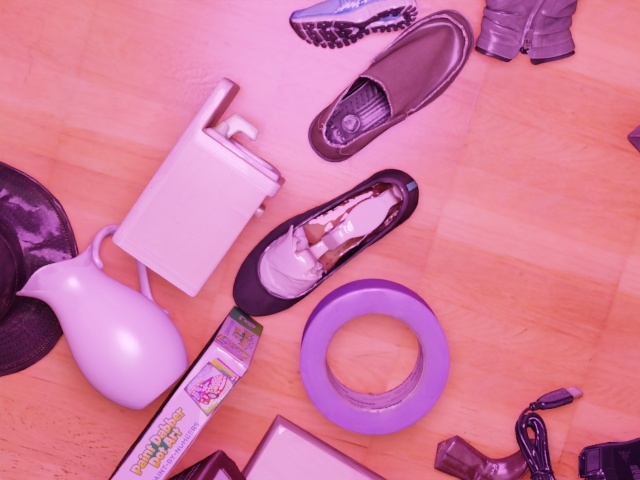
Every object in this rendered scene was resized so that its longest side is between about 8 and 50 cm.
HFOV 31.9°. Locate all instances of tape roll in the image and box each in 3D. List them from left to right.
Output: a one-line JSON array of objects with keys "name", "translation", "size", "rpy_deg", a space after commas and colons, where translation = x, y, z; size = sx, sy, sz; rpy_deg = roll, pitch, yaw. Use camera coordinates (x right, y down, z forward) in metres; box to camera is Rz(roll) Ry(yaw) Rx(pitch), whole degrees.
[{"name": "tape roll", "translation": [0.068, 0.147, 1.433], "size": [0.188, 0.080, 0.189], "rpy_deg": [0, 97, -1]}]

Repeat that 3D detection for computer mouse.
[{"name": "computer mouse", "translation": [0.374, 0.274, 1.457], "size": [0.262, 0.060, 0.184], "rpy_deg": [-12, 68, -16]}]

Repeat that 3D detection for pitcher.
[{"name": "pitcher", "translation": [-0.246, 0.091, 1.392], "size": [0.207, 0.125, 0.178], "rpy_deg": [50, 51, -3]}]

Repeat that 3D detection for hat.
[{"name": "hat", "translation": [-0.473, 0.038, 1.393], "size": [0.331, 0.134, 0.331], "rpy_deg": [0, 96, 0]}]

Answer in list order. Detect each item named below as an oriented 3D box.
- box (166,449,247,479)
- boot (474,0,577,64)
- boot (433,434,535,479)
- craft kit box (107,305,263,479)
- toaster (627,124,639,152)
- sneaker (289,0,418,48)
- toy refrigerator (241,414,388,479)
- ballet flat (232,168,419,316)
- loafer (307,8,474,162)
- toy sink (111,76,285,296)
[{"name": "box", "translation": [-0.254, 0.430, 1.366], "size": [0.381, 0.191, 0.143], "rpy_deg": [-31, 98, 20]}, {"name": "boot", "translation": [0.309, -0.306, 1.387], "size": [0.246, 0.083, 0.161], "rpy_deg": [-6, 113, -6]}, {"name": "boot", "translation": [0.216, 0.280, 1.474], "size": [0.114, 0.037, 0.106], "rpy_deg": [32, 94, 1]}, {"name": "craft kit box", "translation": [-0.167, 0.209, 1.355], "size": [0.061, 0.250, 0.247], "rpy_deg": [39, 95, -3]}, {"name": "toaster", "translation": [0.508, -0.125, 1.383], "size": [0.185, 0.110, 0.168], "rpy_deg": [-43, 96, 5]}, {"name": "sneaker", "translation": [0.040, -0.291, 1.396], "size": [0.162, 0.063, 0.073], "rpy_deg": [-10, 65, 10]}, {"name": "toy refrigerator", "translation": [0.033, 0.342, 1.453], "size": [0.269, 0.094, 0.102], "rpy_deg": [31, 89, -4]}, {"name": "ballet flat", "translation": [0.000, 0.000, 1.405], "size": [0.280, 0.096, 0.095], "rpy_deg": [-38, 92, 4]}, {"name": "loafer", "translation": [0.091, -0.186, 1.386], "size": [0.251, 0.087, 0.094], "rpy_deg": [-44, 95, 5]}, {"name": "toy sink", "translation": [-0.127, -0.065, 1.370], "size": [0.131, 0.153, 0.234], "rpy_deg": [35, 95, -4]}]
